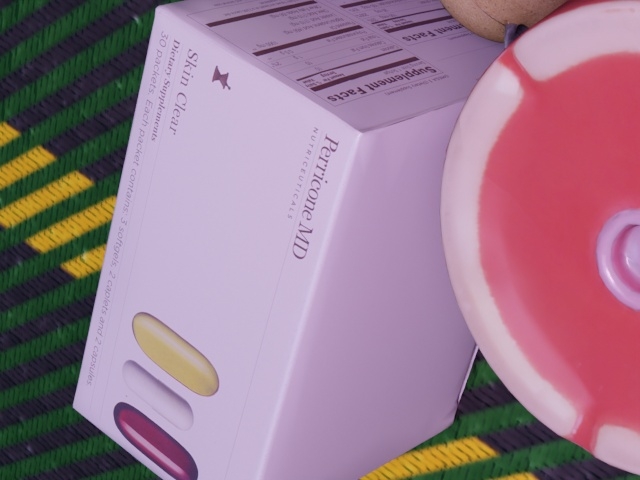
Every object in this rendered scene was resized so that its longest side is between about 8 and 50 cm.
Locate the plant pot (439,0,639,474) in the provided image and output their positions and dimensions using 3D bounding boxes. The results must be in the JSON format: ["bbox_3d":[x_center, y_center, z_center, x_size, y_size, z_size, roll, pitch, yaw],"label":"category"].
[{"bbox_3d":[0.199,-0.025,0.710,0.275,0.243,0.274,16,115,37],"label":"plant pot"}]

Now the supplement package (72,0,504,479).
[{"bbox_3d":[0.000,0.000,0.919,0.145,0.204,0.261,33,123,28],"label":"supplement package"}]

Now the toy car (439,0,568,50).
[{"bbox_3d":[0.079,-0.142,0.845,0.188,0.155,0.149,54,132,2],"label":"toy car"}]
